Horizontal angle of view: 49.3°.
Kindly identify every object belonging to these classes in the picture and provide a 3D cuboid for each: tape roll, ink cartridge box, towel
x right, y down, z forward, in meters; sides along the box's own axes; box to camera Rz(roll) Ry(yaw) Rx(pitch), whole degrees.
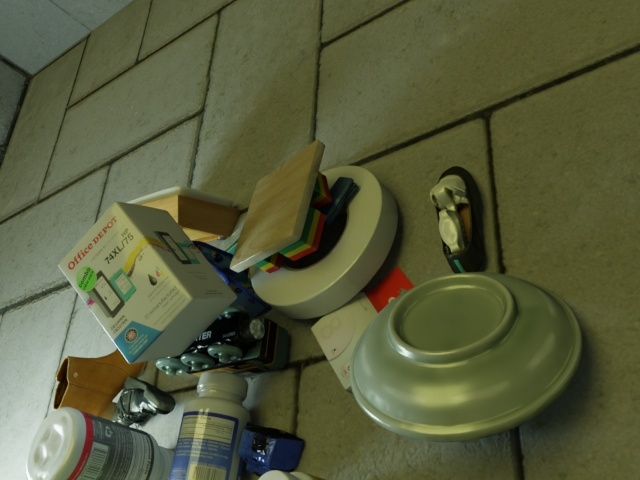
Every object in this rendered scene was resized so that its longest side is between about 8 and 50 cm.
[{"bbox_3d":[0.000,0.000,1.615,0.392,0.072,0.392,-28,40,27],"label":"tape roll"},{"bbox_3d":[-0.361,0.086,1.467,0.198,0.197,0.270,-45,74,12],"label":"ink cartridge box"},{"bbox_3d":[0.033,-0.089,1.577,0.119,0.029,0.067,-56,32,-8],"label":"towel"},{"bbox_3d":[0.106,0.177,1.453,0.232,0.066,0.189,-49,41,13],"label":"ink cartridge box"}]

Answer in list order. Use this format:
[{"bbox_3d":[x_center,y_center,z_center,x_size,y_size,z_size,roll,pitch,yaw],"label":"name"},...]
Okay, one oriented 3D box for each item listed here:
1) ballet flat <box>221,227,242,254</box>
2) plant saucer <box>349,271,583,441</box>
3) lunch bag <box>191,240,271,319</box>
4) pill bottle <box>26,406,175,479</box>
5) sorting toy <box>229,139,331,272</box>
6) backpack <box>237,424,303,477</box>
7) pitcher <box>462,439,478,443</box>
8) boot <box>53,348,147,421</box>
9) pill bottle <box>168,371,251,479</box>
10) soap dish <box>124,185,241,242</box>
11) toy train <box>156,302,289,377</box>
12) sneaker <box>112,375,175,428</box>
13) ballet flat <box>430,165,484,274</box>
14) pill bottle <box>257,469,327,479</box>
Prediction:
[{"bbox_3d":[-0.182,-0.024,1.839,0.213,0.072,0.068,-35,41,22],"label":"ballet flat"},{"bbox_3d":[0.228,0.157,1.182,0.400,0.100,0.400,-17,29,10],"label":"plant saucer"},{"bbox_3d":[-0.301,0.110,1.692,0.221,0.293,0.138,-34,45,23],"label":"lunch bag"},{"bbox_3d":[-0.478,0.503,1.580,0.176,0.318,0.176,-23,50,30],"label":"pill bottle"},{"bbox_3d":[-0.073,-0.060,1.580,0.257,0.089,0.255,-28,40,49],"label":"sorting toy"},{"bbox_3d":[-0.116,0.439,1.454,0.120,0.098,0.101,7,73,44],"label":"backpack"},{"bbox_3d":[0.209,0.280,1.246,0.177,0.125,0.207,-54,31,11],"label":"pitcher"},{"bbox_3d":[-0.588,0.337,1.873,0.104,0.211,0.295,-11,57,37],"label":"boot"},{"bbox_3d":[-0.236,0.435,1.527,0.152,0.152,0.272,-15,54,36],"label":"pill bottle"},{"bbox_3d":[-0.405,-0.056,1.963,0.291,0.229,0.118,-11,74,38],"label":"soap dish"},{"bbox_3d":[-0.233,0.250,1.616,0.334,0.190,0.142,-19,52,35],"label":"toy train"},{"bbox_3d":[-0.454,0.434,1.783,0.227,0.087,0.130,7,71,48],"label":"sneaker"},{"bbox_3d":[0.275,-0.060,1.416,0.095,0.096,0.280,-28,48,28],"label":"ballet flat"},{"bbox_3d":[-0.021,0.484,1.251,0.119,0.208,0.119,-23,50,31],"label":"pill bottle"}]
